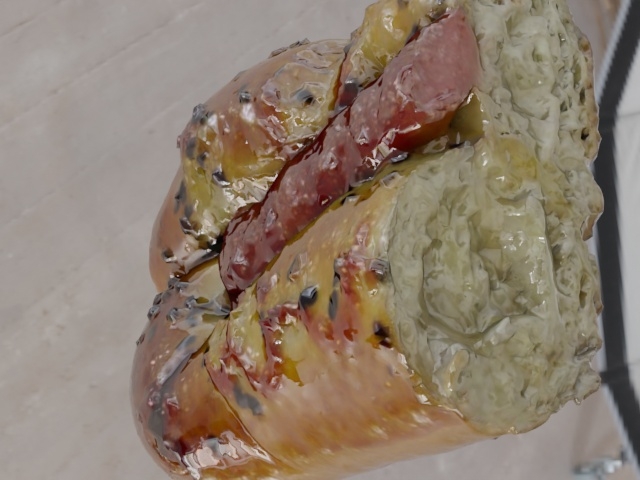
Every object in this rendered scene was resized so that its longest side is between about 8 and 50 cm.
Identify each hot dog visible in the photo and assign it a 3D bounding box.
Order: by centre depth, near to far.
[{"bbox_3d":[0.000,0.000,0.844,0.196,0.365,0.367,27,53,-27],"label":"hot dog"}]
